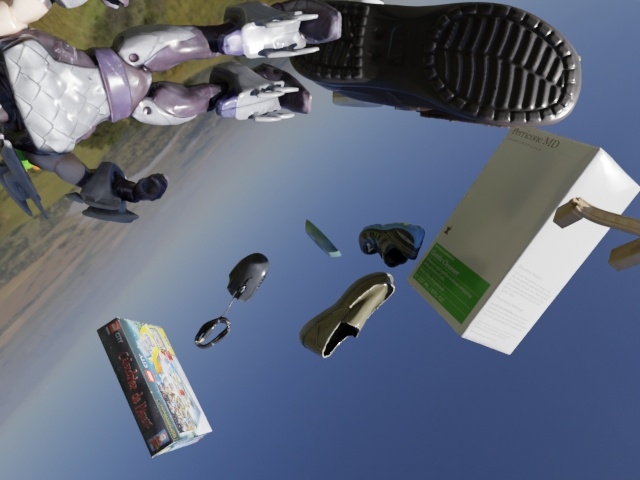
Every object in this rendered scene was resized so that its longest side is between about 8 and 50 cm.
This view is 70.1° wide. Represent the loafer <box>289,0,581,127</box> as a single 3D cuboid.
[{"bbox_3d":[0.146,-0.233,0.604,0.130,0.365,0.134,-19,126,-78],"label":"loafer"}]

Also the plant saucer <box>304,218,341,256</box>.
[{"bbox_3d":[0.000,0.000,1.072,0.021,0.119,0.119,-43,-165,-6],"label":"plant saucer"}]

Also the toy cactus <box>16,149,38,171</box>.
[{"bbox_3d":[-0.577,-0.216,0.845,0.219,0.180,0.112,-42,-170,13],"label":"toy cactus"}]

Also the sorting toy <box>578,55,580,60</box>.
[{"bbox_3d":[0.342,-0.305,0.881,0.274,0.132,0.047,-5,-96,37],"label":"sorting toy"}]

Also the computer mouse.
[{"bbox_3d":[-0.191,0.131,0.985,0.242,0.071,0.041,-58,-167,-5],"label":"computer mouse"}]

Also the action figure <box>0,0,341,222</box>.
[{"bbox_3d":[-0.125,-0.113,0.319,0.284,0.099,0.185,-26,144,-34],"label":"action figure"}]

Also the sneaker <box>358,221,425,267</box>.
[{"bbox_3d":[0.124,0.011,0.860,0.188,0.067,0.078,-8,-112,65],"label":"sneaker"}]

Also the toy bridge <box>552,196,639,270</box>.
[{"bbox_3d":[0.344,0.010,0.493,0.026,0.188,0.063,-56,-176,-28],"label":"toy bridge"}]

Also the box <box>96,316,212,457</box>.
[{"bbox_3d":[-0.291,0.254,0.812,0.044,0.233,0.159,-33,161,-1],"label":"box"}]

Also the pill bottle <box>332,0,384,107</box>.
[{"bbox_3d":[0.071,-0.324,0.802,0.094,0.094,0.170,-120,-148,-74],"label":"pill bottle"}]

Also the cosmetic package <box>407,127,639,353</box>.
[{"bbox_3d":[0.352,-0.005,0.833,0.366,0.155,0.197,-60,-149,12],"label":"cosmetic package"}]

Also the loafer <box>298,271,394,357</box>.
[{"bbox_3d":[0.073,0.170,1.004,0.251,0.094,0.087,-39,-134,-7],"label":"loafer"}]
